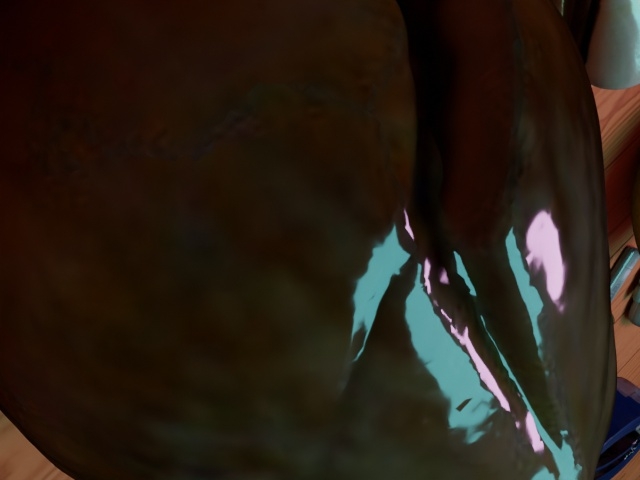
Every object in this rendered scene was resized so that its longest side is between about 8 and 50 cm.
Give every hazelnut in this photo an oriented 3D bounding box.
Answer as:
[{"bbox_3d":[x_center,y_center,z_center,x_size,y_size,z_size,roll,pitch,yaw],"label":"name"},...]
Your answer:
[{"bbox_3d":[0.000,0.000,0.497,0.359,0.359,0.409,-47,156,-8],"label":"hazelnut"}]

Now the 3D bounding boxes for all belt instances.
[{"bbox_3d":[0.505,0.368,1.677,0.347,0.117,0.212,-5,126,-48],"label":"belt"}]

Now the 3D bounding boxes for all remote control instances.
[{"bbox_3d":[0.468,0.065,1.426,0.053,0.018,0.124,9,113,-53],"label":"remote control"}]

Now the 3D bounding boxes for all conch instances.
[{"bbox_3d":[0.267,-0.209,0.839,0.176,0.104,0.094,50,59,-55],"label":"conch"}]

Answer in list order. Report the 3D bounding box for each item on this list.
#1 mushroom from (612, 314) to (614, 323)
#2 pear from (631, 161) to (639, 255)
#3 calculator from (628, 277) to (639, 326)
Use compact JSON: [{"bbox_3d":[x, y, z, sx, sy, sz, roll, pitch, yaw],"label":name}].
[{"bbox_3d":[0.275,0.183,1.233,0.351,0.095,0.123,-37,125,-25],"label":"mushroom"},{"bbox_3d":[0.554,-0.041,1.190,0.304,0.304,0.304,-32,143,-29],"label":"pear"},{"bbox_3d":[0.633,0.079,1.624,0.295,0.042,0.184,3,118,-54],"label":"calculator"}]
